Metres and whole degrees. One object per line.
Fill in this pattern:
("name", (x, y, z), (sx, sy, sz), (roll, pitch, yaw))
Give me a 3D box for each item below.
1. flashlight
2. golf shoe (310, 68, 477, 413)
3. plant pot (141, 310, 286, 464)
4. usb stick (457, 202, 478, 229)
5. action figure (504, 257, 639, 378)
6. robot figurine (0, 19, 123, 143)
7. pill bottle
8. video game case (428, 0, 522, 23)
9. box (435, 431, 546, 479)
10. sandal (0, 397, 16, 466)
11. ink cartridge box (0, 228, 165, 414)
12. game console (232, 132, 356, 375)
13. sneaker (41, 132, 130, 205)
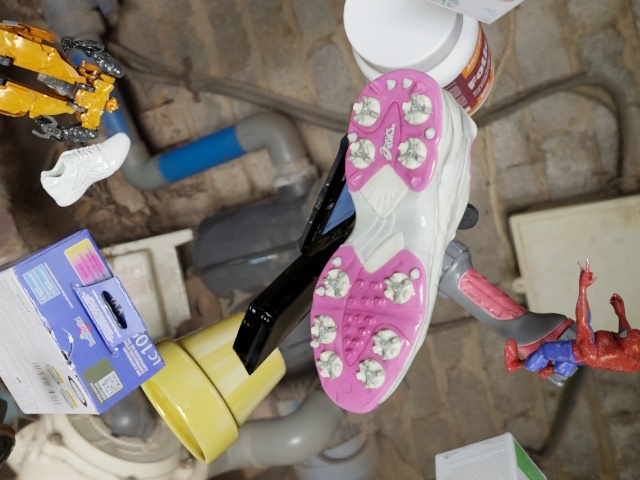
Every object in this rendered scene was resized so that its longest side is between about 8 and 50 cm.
("flashlight", (0.289, 0.098, 1.268), (0.103, 0.304, 0.103), (-44, 159, -14))
("golf shoe", (0.080, 0.007, 0.723), (0.140, 0.115, 0.306), (3, 102, -54))
("plant pot", (-0.210, 0.274, 1.602), (0.239, 0.254, 0.254), (-36, 115, -24))
("usb stick", (0.160, -0.062, 1.230), (0.278, 0.077, 0.045), (-138, -118, -72))
("action figure", (0.336, 0.109, 1.036), (0.280, 0.092, 0.139), (144, -45, -75))
("robot figurine", (-0.517, -0.302, 1.484), (0.291, 0.211, 0.085), (16, 20, -33))
("pill bottle", (0.186, -0.352, 1.449), (0.392, 0.224, 0.224), (13, 68, -71))
("video game case", (0.180, -0.320, 0.966), (0.157, 0.143, 0.019), (14, 77, -19))
("box", (0.198, 0.293, 0.912), (0.101, 0.102, 0.087), (50, 28, -29))
("sandal", (-0.440, 0.273, 1.065), (0.060, 0.219, 0.089), (22, 85, -15))
("ink cartridge box", (-0.437, 0.147, 1.339), (0.151, 0.396, 0.270), (-36, 104, -37))
("game console", (0.000, 0.000, 0.963), (0.044, 0.361, 0.213), (34, 43, 11))
("sneaker", (-0.358, -0.118, 1.216), (0.053, 0.152, 0.061), (47, -4, 47))
